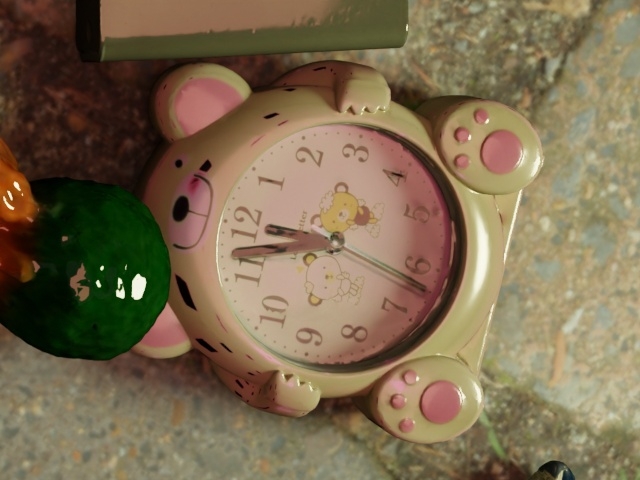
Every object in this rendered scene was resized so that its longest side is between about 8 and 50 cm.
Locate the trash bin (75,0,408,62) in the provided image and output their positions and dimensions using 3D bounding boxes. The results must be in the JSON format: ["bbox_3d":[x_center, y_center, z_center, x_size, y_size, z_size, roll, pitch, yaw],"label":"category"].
[{"bbox_3d":[-0.062,-0.217,1.308,0.241,0.122,0.164,-1,97,-16],"label":"trash bin"}]

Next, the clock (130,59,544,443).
[{"bbox_3d":[0.000,0.000,1.349,0.310,0.114,0.284,12,95,-13],"label":"clock"}]

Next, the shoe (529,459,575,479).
[{"bbox_3d":[0.204,0.257,1.452,0.071,0.064,0.142,-2,99,-12],"label":"shoe"}]

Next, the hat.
[{"bbox_3d":[-0.303,-0.052,1.203,0.400,0.285,0.285,8,94,-26],"label":"hat"}]
